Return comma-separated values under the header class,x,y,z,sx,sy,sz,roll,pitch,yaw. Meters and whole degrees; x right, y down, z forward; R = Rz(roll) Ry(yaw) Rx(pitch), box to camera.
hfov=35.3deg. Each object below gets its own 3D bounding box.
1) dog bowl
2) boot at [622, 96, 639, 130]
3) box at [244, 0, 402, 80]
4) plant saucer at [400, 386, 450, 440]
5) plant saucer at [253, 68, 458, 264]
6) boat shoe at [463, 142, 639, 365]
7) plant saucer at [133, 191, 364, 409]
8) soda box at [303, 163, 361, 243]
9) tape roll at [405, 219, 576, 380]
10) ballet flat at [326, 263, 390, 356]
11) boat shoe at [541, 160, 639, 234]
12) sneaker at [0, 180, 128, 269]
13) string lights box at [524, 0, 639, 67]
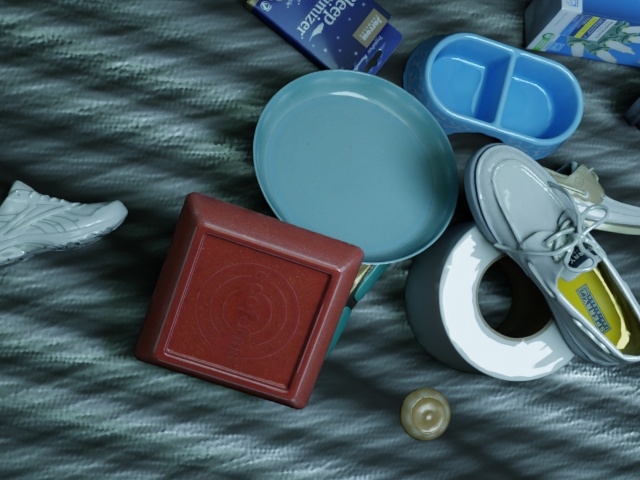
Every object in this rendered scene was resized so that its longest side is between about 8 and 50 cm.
class,x,y,z,sx,sy,sz,roll,pitch,yaw
dog bowl,0.280,-0.232,1.590,0.297,0.074,0.166,16,84,-11
boot,0.754,-0.132,1.598,0.367,0.146,0.445,-32,79,-13
box,0.012,-0.343,1.556,0.225,0.036,0.136,39,80,-9
plant saucer,0.166,0.271,1.566,0.083,0.015,0.083,1,87,-12
plant saucer,0.050,-0.105,1.482,0.318,0.043,0.317,7,65,-16
boat shoe,0.336,0.020,1.372,0.136,0.156,0.367,-33,94,-13
plant saucer,-0.100,0.094,1.381,0.259,0.048,0.258,19,104,-9
soda box,0.000,0.000,1.484,0.074,0.069,0.216,17,63,-11
tape roll,0.266,0.085,1.520,0.246,0.169,0.246,1,87,-13
ballet flat,0.027,0.085,1.527,0.073,0.080,0.232,32,77,19
boat shoe,0.398,-0.073,1.587,0.302,0.113,0.103,10,90,-11
sneaker,-0.393,-0.036,1.423,0.232,0.090,0.115,-15,87,-14
string lights box,0.473,-0.348,1.604,0.260,0.133,0.076,7,72,-12
